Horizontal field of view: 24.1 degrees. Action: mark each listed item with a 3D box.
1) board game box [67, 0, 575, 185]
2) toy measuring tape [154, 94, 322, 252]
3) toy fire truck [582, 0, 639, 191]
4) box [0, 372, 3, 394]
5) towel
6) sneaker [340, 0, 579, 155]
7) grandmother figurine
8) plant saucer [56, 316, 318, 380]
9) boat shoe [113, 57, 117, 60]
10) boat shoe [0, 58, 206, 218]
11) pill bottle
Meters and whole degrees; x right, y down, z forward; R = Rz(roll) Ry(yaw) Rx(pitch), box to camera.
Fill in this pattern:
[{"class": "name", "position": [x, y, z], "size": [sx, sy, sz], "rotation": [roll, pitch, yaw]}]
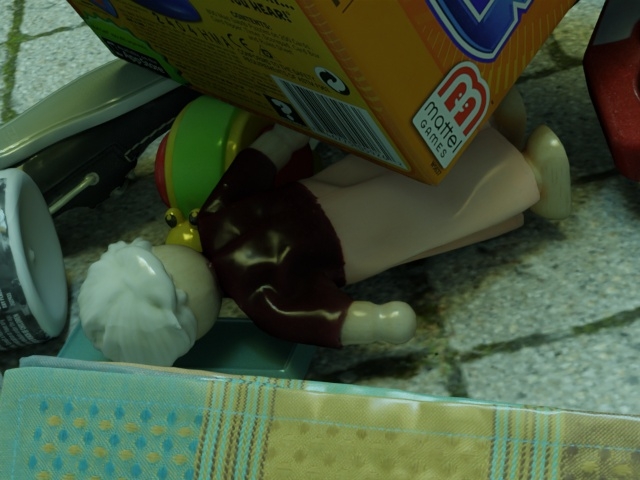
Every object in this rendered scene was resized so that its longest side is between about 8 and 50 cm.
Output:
[{"class": "board game box", "position": [-0.020, -0.319, 0.987], "size": [0.356, 0.356, 0.356], "rotation": [26, 73, 41]}, {"class": "toy measuring tape", "position": [-0.043, -0.093, 1.181], "size": [0.121, 0.121, 0.330], "rotation": [3, 38, 25]}, {"class": "toy fire truck", "position": [0.323, -0.112, 1.023], "size": [0.302, 0.169, 0.254], "rotation": [3, 47, 27]}, {"class": "box", "position": [-0.271, 0.142, 0.923], "size": [0.170, 0.130, 0.091], "rotation": [-20, 35, -4]}, {"class": "towel", "position": [-0.014, 0.199, 0.721], "size": [0.370, 0.040, 0.271], "rotation": [2, 70, 22]}, {"class": "sneaker", "position": [0.105, -0.187, 1.164], "size": [0.290, 0.123, 0.106], "rotation": [-41, -13, 18]}, {"class": "grandmother figurine", "position": [0.000, 0.000, 1.026], "size": [0.342, 0.104, 0.208], "rotation": [-21, 42, -12]}, {"class": "plant saucer", "position": [-0.096, 0.076, 1.047], "size": [0.192, 0.018, 0.067], "rotation": [1, 38, 21]}, {"class": "boat shoe", "position": [-0.146, -0.137, 1.320], "size": [0.076, 0.080, 0.228], "rotation": [15, 45, 29]}, {"class": "boat shoe", "position": [-0.204, -0.065, 1.201], "size": [0.302, 0.091, 0.114], "rotation": [-25, 24, 1]}, {"class": "pill bottle", "position": [-0.319, 0.035, 1.094], "size": [0.246, 0.130, 0.130], "rotation": [-13, 34, 4]}]
